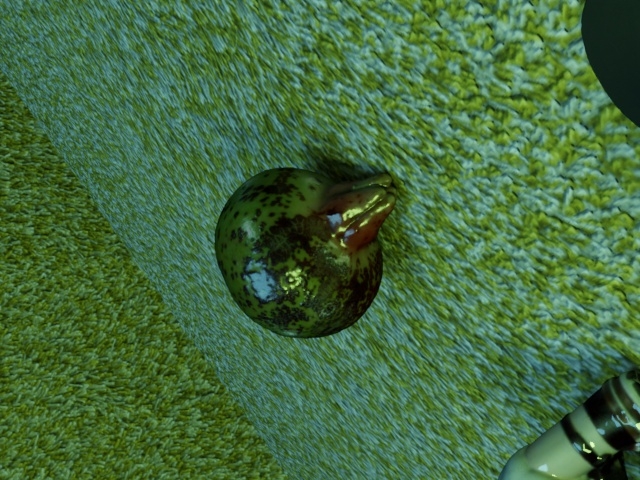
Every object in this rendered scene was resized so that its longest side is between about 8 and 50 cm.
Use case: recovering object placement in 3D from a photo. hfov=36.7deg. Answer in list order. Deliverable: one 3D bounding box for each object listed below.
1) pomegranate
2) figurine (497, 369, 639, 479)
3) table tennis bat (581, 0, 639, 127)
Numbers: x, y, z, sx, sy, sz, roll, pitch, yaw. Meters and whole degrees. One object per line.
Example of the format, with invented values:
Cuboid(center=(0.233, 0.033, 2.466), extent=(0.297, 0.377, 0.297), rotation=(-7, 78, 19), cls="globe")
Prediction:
Cuboid(center=(0.000, 0.000, 1.136), extent=(0.247, 0.214, 0.214), rotation=(-34, 91, 32), cls="pomegranate")
Cuboid(center=(0.310, 0.312, 0.884), extent=(0.323, 0.196, 0.320), rotation=(54, 155, 31), cls="figurine")
Cuboid(center=(0.250, -0.131, 0.600), extent=(0.138, 0.022, 0.246), rotation=(57, 160, -5), cls="table tennis bat")
